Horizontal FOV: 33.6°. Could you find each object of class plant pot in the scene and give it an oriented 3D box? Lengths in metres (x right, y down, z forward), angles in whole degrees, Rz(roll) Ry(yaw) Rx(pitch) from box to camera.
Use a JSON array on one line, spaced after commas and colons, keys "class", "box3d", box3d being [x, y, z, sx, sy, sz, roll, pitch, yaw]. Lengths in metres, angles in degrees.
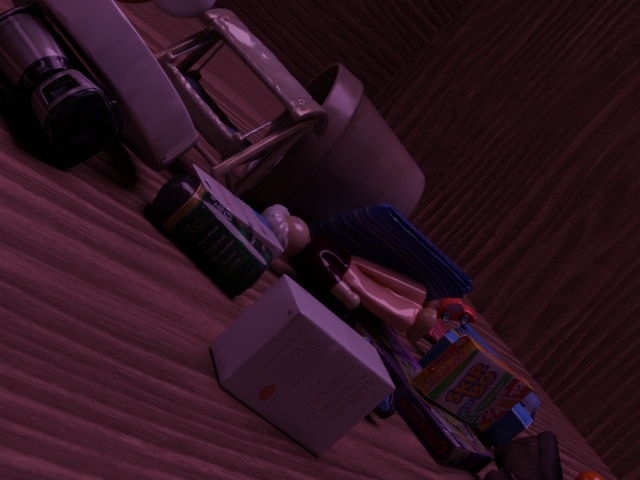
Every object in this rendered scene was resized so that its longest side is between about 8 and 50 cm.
[{"class": "plant pot", "box3d": [0.040, -0.137, 2.082, 0.280, 0.323, 0.323, 38, 11, -16]}]

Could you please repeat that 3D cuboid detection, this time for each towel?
[{"class": "towel", "box3d": [0.232, 0.178, 2.591, 0.275, 0.031, 0.199, 35, 16, -43]}, {"class": "towel", "box3d": [0.097, 0.044, 1.948, 0.243, 0.040, 0.336, 42, -30, -20]}]

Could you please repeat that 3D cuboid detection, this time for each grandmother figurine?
[{"class": "grandmother figurine", "box3d": [0.036, 0.047, 1.833, 0.342, 0.104, 0.208, 31, 6, -15]}]

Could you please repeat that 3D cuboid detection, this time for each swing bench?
[{"class": "swing bench", "box3d": [-0.156, -0.238, 1.806, 0.253, 0.255, 0.165, 48, -15, 13]}]

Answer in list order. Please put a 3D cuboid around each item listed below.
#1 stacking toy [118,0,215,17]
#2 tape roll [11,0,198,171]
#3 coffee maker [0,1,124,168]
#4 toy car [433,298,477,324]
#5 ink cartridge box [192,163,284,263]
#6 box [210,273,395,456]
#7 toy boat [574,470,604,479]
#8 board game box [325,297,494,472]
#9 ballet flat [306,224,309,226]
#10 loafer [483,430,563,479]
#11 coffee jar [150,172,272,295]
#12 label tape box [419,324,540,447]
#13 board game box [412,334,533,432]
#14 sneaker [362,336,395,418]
[{"class": "stacking toy", "box3d": [-0.340, -0.544, 1.886, 0.480, 0.350, 0.351, 39, 4, 29]}, {"class": "tape roll", "box3d": [-0.319, -0.267, 1.490, 0.392, 0.072, 0.392, 47, -12, 13]}, {"class": "coffee maker", "box3d": [-0.329, -0.187, 1.339, 0.178, 0.120, 0.171, 51, 9, 23]}, {"class": "toy car", "box3d": [0.200, 0.141, 2.299, 0.239, 0.053, 0.225, 13, 10, 30]}, {"class": "ink cartridge box", "box3d": [-0.149, -0.033, 1.673, 0.180, 0.060, 0.104, 38, 12, -41]}, {"class": "box", "box3d": [-0.021, 0.148, 1.248, 0.170, 0.130, 0.091, 42, 11, -28]}, {"class": "toy boat", "box3d": [0.449, 0.474, 1.899, 0.151, 0.151, 0.231, 51, 10, 26]}, {"class": "board game box", "box3d": [0.154, 0.253, 1.864, 0.347, 0.056, 0.208, 52, 15, 30]}, {"class": "ballet flat", "box3d": [0.000, 0.000, 2.222, 0.231, 0.077, 0.077, -75, 142, -76]}, {"class": "loafer", "box3d": [0.325, 0.432, 1.704, 0.366, 0.130, 0.133, -49, 128, -72]}, {"class": "coffee jar", "box3d": [-0.156, -0.012, 1.496, 0.184, 0.079, 0.096, 44, 9, -11]}, {"class": "label tape box", "box3d": [0.335, 0.308, 2.246, 0.249, 0.115, 0.348, 48, 12, 10]}, {"class": "board game box", "box3d": [0.268, 0.252, 1.851, 0.259, 0.124, 0.039, 37, 14, -45]}, {"class": "sneaker", "box3d": [0.069, 0.212, 1.640, 0.078, 0.067, 0.188, 66, -3, -29]}]
